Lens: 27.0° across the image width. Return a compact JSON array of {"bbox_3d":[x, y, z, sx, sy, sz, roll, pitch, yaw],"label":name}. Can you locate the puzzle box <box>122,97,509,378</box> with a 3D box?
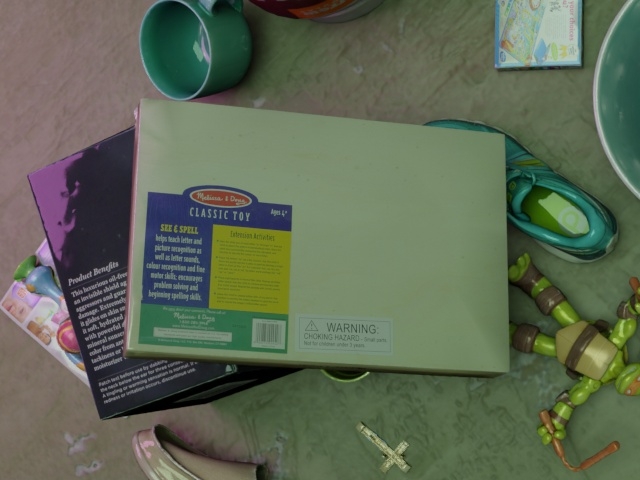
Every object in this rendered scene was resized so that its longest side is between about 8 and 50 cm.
[{"bbox_3d":[0.000,0.000,1.415,0.409,0.052,0.272,5,75,-13],"label":"puzzle box"}]

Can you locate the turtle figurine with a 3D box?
[{"bbox_3d":[0.302,0.107,1.527,0.217,0.087,0.269,36,106,24],"label":"turtle figurine"}]

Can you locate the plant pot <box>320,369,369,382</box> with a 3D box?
[{"bbox_3d":[0.041,0.128,1.611,0.083,0.079,0.083,-1,88,17],"label":"plant pot"}]

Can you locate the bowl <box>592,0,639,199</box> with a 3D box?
[{"bbox_3d":[0.460,-0.151,1.451,0.312,0.163,0.311,-1,86,17],"label":"bowl"}]

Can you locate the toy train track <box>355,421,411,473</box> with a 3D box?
[{"bbox_3d":[0.076,0.252,1.627,0.083,0.014,0.048,41,99,16],"label":"toy train track"}]

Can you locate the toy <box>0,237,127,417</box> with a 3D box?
[{"bbox_3d":[-0.309,0.106,1.735,0.237,0.056,0.137,39,99,16],"label":"toy"}]

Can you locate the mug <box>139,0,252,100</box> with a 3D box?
[{"bbox_3d":[-0.138,-0.247,1.660,0.158,0.097,0.129,-11,97,43],"label":"mug"}]

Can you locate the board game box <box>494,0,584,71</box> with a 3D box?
[{"bbox_3d":[0.261,-0.281,1.592,0.104,0.026,0.154,1,87,18],"label":"board game box"}]

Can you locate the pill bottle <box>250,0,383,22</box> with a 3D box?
[{"bbox_3d":[-0.039,-0.375,1.500,0.224,0.392,0.224,-1,87,18],"label":"pill bottle"}]

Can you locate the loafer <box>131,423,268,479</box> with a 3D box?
[{"bbox_3d":[-0.111,0.305,1.644,0.268,0.102,0.092,36,97,7],"label":"loafer"}]

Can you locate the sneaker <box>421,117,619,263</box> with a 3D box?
[{"bbox_3d":[0.222,-0.067,1.550,0.275,0.110,0.107,28,96,18],"label":"sneaker"}]

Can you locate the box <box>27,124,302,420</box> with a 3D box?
[{"bbox_3d":[-0.164,0.039,1.569,0.183,0.296,0.294,-21,80,16],"label":"box"}]
